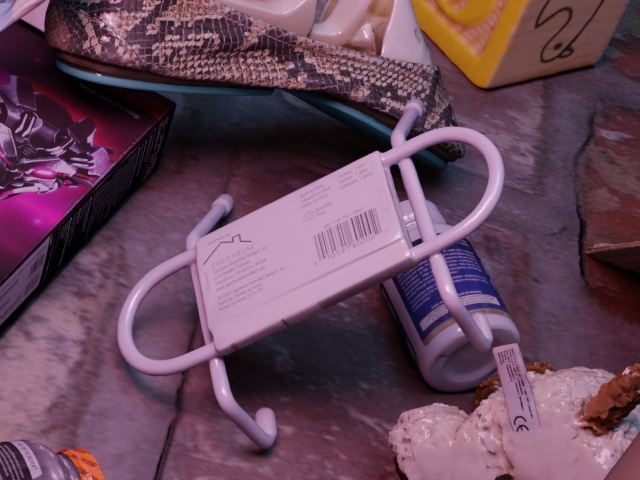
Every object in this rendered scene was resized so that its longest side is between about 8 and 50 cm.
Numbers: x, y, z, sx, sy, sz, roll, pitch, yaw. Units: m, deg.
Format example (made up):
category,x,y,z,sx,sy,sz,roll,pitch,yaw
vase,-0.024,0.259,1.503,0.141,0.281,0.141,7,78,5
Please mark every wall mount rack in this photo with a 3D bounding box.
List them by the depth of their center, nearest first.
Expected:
category,x,y,z,sx,sy,sz,roll,pitch,yaw
wall mount rack,0.000,0.000,1.381,0.130,0.350,0.304,51,19,-47

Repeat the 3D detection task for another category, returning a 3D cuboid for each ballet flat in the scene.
category,x,y,z,sx,sy,sz,roll,pitch,yaw
ballet flat,-0.023,-0.192,1.519,0.482,0.182,0.164,12,11,-38

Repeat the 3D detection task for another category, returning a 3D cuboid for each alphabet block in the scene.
category,x,y,z,sx,sy,sz,roll,pitch,yaw
alphabet block,0.227,-0.311,1.864,0.197,0.192,0.193,-16,52,-37

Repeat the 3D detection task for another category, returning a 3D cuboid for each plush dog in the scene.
category,x,y,z,sx,sy,sz,roll,pitch,yaw
plush dog,0.219,0.168,1.354,0.262,0.211,0.225,37,17,15

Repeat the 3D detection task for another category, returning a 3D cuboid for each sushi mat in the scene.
category,x,y,z,sx,sy,sz,roll,pitch,yaw
sushi mat,0.358,0.026,1.521,0.151,0.019,0.316,21,-5,-6

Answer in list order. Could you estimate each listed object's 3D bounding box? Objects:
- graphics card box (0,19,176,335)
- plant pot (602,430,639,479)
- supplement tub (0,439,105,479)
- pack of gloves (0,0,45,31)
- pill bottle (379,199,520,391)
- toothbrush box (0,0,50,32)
category,x,y,z,sx,sy,sz,roll,pitch,yaw
graphics card box,-0.308,-0.057,1.399,0.232,0.094,0.371,29,41,7
plant pot,0.279,0.251,1.088,0.323,0.280,0.323,23,-2,1
supplement tub,-0.246,0.200,1.125,0.190,0.117,0.117,-5,48,-29
pack of gloves,-0.261,-0.214,1.398,0.046,0.232,0.195,48,21,-33
pill bottle,0.106,0.045,1.484,0.094,0.094,0.169,-1,46,-27
toothbrush box,-0.291,-0.304,1.594,0.295,0.126,0.216,30,12,8
